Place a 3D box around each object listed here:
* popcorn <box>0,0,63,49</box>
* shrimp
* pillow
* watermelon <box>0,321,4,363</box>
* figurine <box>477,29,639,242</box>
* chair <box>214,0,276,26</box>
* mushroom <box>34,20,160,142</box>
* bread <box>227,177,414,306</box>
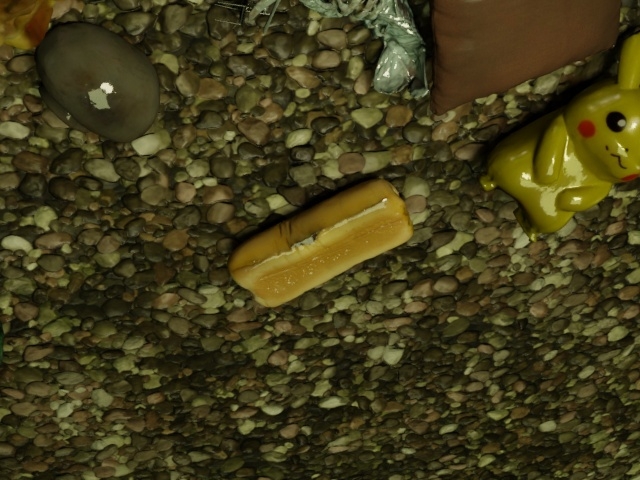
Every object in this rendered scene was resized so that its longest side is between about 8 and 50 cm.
[{"bbox_3d":[-0.407,-0.337,1.163,0.332,0.225,0.264,23,116,-5],"label":"popcorn"},{"bbox_3d":[0.026,-0.312,1.326,0.221,0.166,0.411,11,176,35],"label":"shrimp"},{"bbox_3d":[0.271,-0.325,1.377,0.308,0.108,0.305,-22,137,-12],"label":"pillow"},{"bbox_3d":[-0.683,0.230,1.641,0.293,0.250,0.283,-40,126,21],"label":"watermelon"},{"bbox_3d":[0.407,-0.136,1.585,0.327,0.169,0.218,-31,118,31],"label":"figurine"},{"bbox_3d":[-0.096,-0.304,1.384,0.086,0.042,0.037,2,138,-15],"label":"chair"},{"bbox_3d":[-0.294,-0.200,1.403,0.141,0.117,0.188,-44,125,13],"label":"mushroom"},{"bbox_3d":[0.000,0.000,1.682,0.305,0.091,0.142,-26,142,13],"label":"bread"}]
